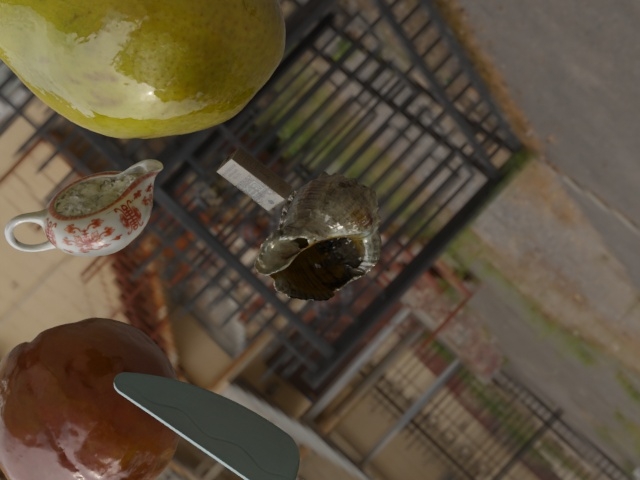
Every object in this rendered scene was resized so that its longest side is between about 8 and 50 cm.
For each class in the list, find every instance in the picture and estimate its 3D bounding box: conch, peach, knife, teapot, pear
[{"bbox_3d":[0.000,0.000,1.987,0.178,0.245,0.163,56,153,-2],"label":"conch"},{"bbox_3d":[-0.402,0.309,2.188,0.301,0.343,0.343,65,-175,20],"label":"peach"},{"bbox_3d":[-0.044,0.211,1.157,0.331,0.080,0.044,38,141,7],"label":"knife"},{"bbox_3d":[-0.335,-0.035,1.823,0.159,0.246,0.116,-119,12,-45],"label":"teapot"},{"bbox_3d":[-0.257,-0.319,1.760,0.418,0.362,0.362,19,-176,-16],"label":"pear"}]

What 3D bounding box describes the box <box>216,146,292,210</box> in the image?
[{"bbox_3d":[-0.081,-0.075,1.534,0.083,0.024,0.053,38,153,-10],"label":"box"}]
